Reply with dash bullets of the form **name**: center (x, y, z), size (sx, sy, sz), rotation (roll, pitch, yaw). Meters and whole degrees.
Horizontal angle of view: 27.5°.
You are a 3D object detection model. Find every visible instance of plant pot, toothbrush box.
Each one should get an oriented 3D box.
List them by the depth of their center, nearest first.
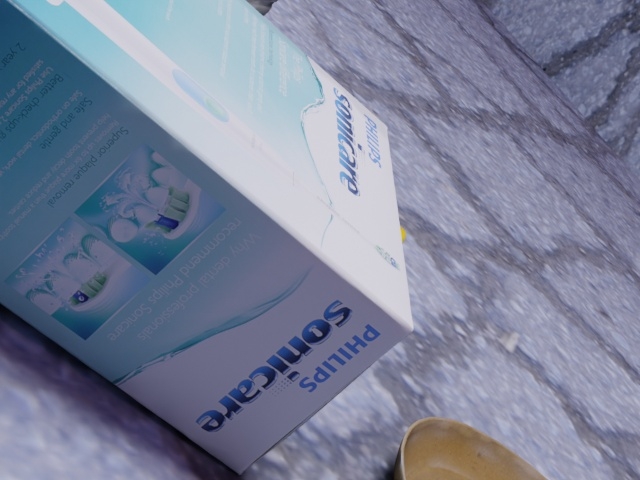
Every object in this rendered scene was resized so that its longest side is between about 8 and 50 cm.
- **toothbrush box**: center (-0.102, -0.062, 0.649), size (0.295, 0.126, 0.216), rotation (38, 23, -22)
- **plant pot**: center (0.122, 0.201, 0.737), size (0.236, 0.032, 0.236), rotation (39, 19, -16)

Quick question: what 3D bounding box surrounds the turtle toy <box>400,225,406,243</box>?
- **turtle toy**: center (0.000, 0.000, 0.855), size (0.095, 0.066, 0.130), rotation (42, 19, -7)

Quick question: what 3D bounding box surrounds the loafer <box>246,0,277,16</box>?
- **loafer**: center (-0.151, -0.324, 1.160), size (0.319, 0.111, 0.112), rotation (44, 18, -1)
